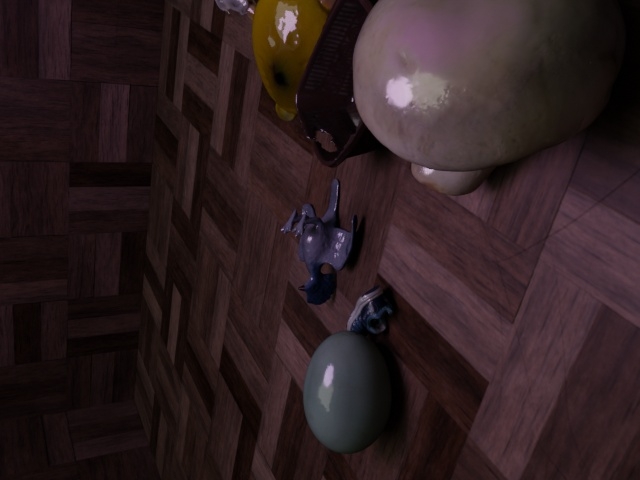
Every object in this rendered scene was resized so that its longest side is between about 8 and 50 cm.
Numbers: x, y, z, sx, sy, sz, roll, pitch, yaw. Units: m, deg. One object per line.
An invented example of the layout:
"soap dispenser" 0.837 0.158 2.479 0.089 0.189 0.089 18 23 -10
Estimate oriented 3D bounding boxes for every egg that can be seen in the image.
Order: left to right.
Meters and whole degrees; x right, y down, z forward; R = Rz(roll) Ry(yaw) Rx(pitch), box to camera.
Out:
"egg" 0.051 0.286 1.170 0.168 0.168 0.230 2 92 61

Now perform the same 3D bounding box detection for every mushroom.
"mushroom" 0.176 -0.218 0.773 0.356 0.315 0.314 -14 81 60

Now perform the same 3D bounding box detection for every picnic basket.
"picnic basket" 0.082 -0.280 1.094 0.296 0.129 0.222 -57 47 48

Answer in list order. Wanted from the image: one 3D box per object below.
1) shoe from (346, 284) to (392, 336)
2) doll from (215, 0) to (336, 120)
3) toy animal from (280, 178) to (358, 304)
"shoe" 0.098 0.149 1.190 0.071 0.064 0.142 48 141 23
"doll" -0.050 -0.435 1.186 0.348 0.161 0.423 50 145 -14
"toy animal" 0.000 0.000 1.330 0.239 0.176 0.255 21 77 55
